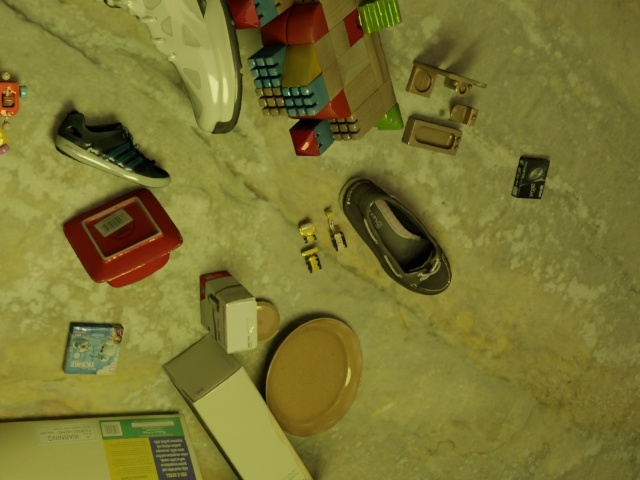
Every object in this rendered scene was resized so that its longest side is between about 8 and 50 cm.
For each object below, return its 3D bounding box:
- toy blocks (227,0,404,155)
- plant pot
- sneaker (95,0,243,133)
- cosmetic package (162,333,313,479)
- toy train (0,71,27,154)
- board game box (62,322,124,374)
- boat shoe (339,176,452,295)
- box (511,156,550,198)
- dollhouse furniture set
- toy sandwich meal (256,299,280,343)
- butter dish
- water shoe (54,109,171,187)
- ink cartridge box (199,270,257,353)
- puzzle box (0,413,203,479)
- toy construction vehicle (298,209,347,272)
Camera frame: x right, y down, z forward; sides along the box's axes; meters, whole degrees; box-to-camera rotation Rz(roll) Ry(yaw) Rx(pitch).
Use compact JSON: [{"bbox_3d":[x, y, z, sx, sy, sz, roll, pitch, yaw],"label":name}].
[{"bbox_3d":[-0.009,-0.289,1.619,0.261,0.190,0.381,-48,131,-43],"label":"toy blocks"},{"bbox_3d":[-0.017,0.260,1.960,0.236,0.032,0.236,-11,107,-38],"label":"plant pot"},{"bbox_3d":[-0.278,-0.360,1.553,0.257,0.169,0.447,-16,108,-13],"label":"sneaker"},{"bbox_3d":[-0.148,0.337,1.869,0.113,0.160,0.309,-35,122,-14],"label":"cosmetic package"},{"bbox_3d":[-0.524,-0.188,1.532,0.166,0.046,0.125,-11,113,-28],"label":"toy train"},{"bbox_3d":[-0.391,0.187,1.760,0.090,0.020,0.090,5,108,-30],"label":"board game box"},{"bbox_3d":[0.158,0.011,1.946,0.112,0.095,0.335,-48,123,-5],"label":"boat shoe"},{"bbox_3d":[0.429,-0.127,2.087,0.067,0.018,0.083,3,107,-29],"label":"box"},{"bbox_3d":[0.237,-0.230,1.880,0.144,0.123,0.151,10,104,-31],"label":"dollhouse furniture set"},{"bbox_3d":[-0.112,0.149,1.894,0.085,0.029,0.085,-5,107,-15],"label":"toy sandwich meal"},{"bbox_3d":[-0.315,0.016,1.678,0.160,0.160,0.118,-27,142,-16],"label":"butter dish"},{"bbox_3d":[-0.320,-0.145,1.641,0.203,0.073,0.080,20,96,-33],"label":"water shoe"},{"bbox_3d":[-0.163,0.124,1.791,0.056,0.135,0.099,-9,112,-25],"label":"ink cartridge box"},{"bbox_3d":[-0.390,0.422,1.707,0.409,0.272,0.052,3,134,-29],"label":"puzzle box"},{"bbox_3d":[0.000,0.000,1.898,0.086,0.035,0.098,-23,116,-7],"label":"toy construction vehicle"}]
